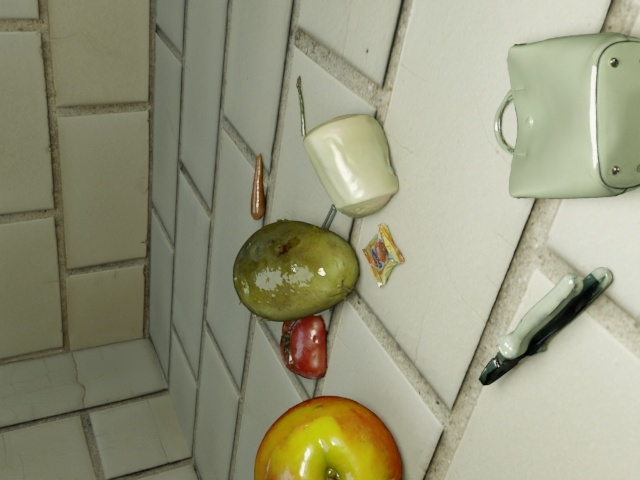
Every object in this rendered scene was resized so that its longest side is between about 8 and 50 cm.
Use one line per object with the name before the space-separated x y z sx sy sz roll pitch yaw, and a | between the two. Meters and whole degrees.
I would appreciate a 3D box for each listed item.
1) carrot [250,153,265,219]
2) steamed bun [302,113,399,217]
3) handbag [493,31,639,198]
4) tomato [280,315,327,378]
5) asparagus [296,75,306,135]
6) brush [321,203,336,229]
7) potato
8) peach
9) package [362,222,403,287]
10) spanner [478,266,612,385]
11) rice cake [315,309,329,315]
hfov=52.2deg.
carrot | -0.200 -0.173 2.101 0.048 0.048 0.216 20 110 61
steamed bun | 0.078 -0.165 1.430 0.200 0.170 0.226 -32 -83 -85
handbag | 0.328 -0.174 0.953 0.315 0.109 0.241 -162 68 -66
tomato | -0.065 0.296 1.889 0.228 0.101 0.228 173 90 -67
asparagus | -0.053 -0.365 1.771 0.016 0.016 0.163 -147 51 -81
brush | 0.000 0.000 1.763 0.062 0.027 0.266 63 144 33
potato | -0.056 0.066 1.653 0.359 0.219 0.270 -14 63 41
peach | 0.021 0.538 1.531 0.370 0.370 0.370 28 122 59
package | 0.139 0.033 1.472 0.108 0.031 0.121 68 151 27
spanner | 0.334 0.149 1.031 0.040 0.095 0.325 65 149 32
rice cake | -0.039 0.158 1.835 0.206 0.069 0.063 19 112 59
